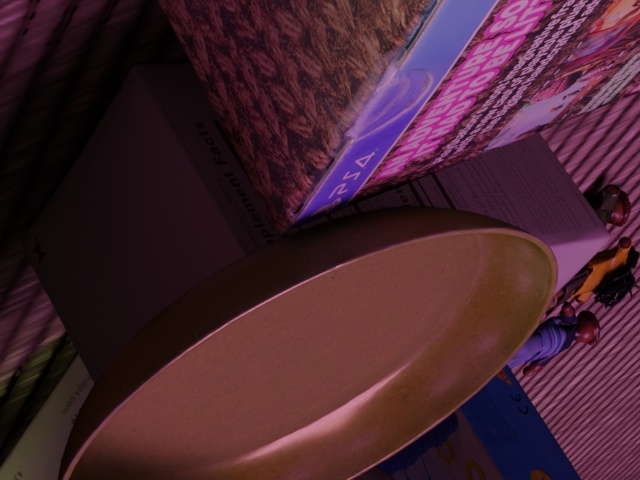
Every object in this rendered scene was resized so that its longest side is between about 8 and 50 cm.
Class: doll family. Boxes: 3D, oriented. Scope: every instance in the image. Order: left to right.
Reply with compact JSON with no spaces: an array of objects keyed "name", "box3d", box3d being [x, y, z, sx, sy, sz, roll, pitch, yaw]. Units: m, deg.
[{"name":"doll family","box3d":[0.181,0.036,1.240,0.111,0.076,0.193,-21,160,-35]}]

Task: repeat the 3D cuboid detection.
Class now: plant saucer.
[{"name":"plant saucer","box3d":[-0.010,0.057,0.727,0.241,0.037,0.241,-25,155,-12]}]

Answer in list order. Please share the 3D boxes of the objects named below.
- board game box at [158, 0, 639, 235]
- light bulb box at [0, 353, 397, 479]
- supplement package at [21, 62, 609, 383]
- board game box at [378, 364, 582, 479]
[{"name":"board game box","box3d":[0.105,-0.151,0.612,0.291,0.141,0.232,-22,166,-23]},{"name":"light bulb box","box3d":[-0.050,0.296,0.967,0.358,0.361,0.225,-55,156,2]},{"name":"supplement package","box3d":[0.000,0.000,0.846,0.244,0.134,0.139,-9,148,-43]},{"name":"board game box","box3d":[0.051,0.237,1.173,0.086,0.308,0.302,-1,142,-49]}]
